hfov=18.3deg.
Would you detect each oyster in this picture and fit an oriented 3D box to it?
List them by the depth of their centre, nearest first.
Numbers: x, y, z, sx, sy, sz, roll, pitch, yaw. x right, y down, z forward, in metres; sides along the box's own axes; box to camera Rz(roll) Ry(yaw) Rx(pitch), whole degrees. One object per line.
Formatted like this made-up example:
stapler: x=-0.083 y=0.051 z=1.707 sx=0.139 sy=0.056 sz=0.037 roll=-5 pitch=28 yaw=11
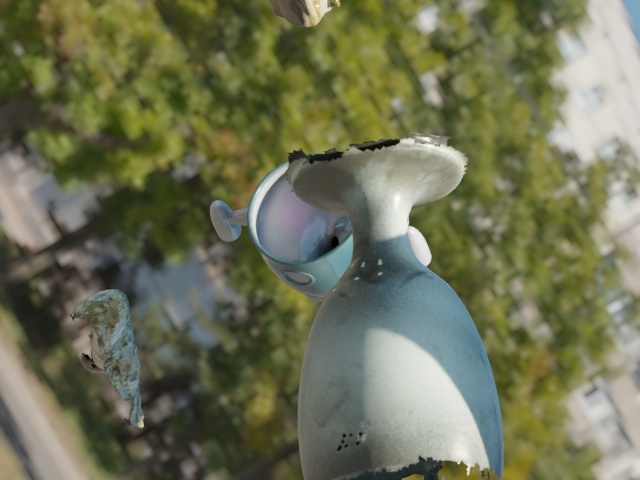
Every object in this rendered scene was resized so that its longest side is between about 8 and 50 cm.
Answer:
oyster: x=-0.206 y=0.127 z=2.058 sx=0.106 sy=0.061 sz=0.200 roll=53 pitch=-16 yaw=13

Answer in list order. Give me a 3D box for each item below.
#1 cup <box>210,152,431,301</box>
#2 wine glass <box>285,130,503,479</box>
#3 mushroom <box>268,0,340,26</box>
cup: x=0.000 y=0.000 z=2.613 sx=0.300 sy=0.167 sz=0.173 roll=9 pitch=-27 yaw=19
wine glass: x=0.064 y=0.085 z=1.818 sx=0.190 sy=0.191 sz=0.357 roll=75 pitch=7 yaw=-68
mushroom: x=-0.023 y=-0.326 z=1.653 sx=0.351 sy=0.095 sz=0.122 roll=88 pitch=-14 yaw=-53
